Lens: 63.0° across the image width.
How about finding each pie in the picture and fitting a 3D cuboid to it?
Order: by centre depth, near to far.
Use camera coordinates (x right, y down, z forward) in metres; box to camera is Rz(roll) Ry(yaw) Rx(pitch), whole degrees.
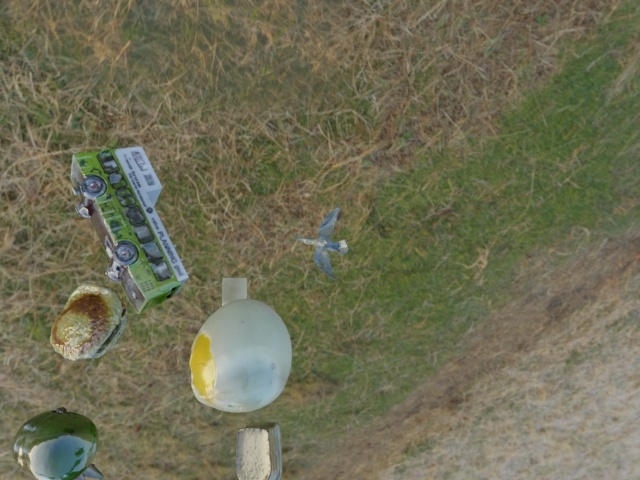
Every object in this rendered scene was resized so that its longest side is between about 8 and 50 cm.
[{"bbox_3d":[-0.599,0.208,1.346,0.179,0.205,0.084,16,154,13],"label":"pie"}]

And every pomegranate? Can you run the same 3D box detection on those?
[{"bbox_3d":[-0.503,0.419,1.028,0.152,0.131,0.191,3,130,29],"label":"pomegranate"}]

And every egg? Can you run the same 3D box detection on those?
[{"bbox_3d":[-0.219,0.318,1.482,0.283,0.345,0.283,3,135,3],"label":"egg"}]

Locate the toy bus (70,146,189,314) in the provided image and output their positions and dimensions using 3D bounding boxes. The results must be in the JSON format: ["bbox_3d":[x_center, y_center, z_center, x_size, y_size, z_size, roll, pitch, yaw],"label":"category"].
[{"bbox_3d":[-0.348,-0.026,0.969,0.139,0.301,0.113,-22,169,-34],"label":"toy bus"}]

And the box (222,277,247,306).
[{"bbox_3d":[-0.321,0.269,1.943,0.095,0.168,0.212,2,122,-8],"label":"box"}]

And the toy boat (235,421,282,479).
[{"bbox_3d":[-0.164,0.584,1.383,0.116,0.188,0.061,-9,167,20],"label":"toy boat"}]

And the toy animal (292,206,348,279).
[{"bbox_3d":[0.000,0.000,1.535,0.155,0.095,0.219,11,90,-16],"label":"toy animal"}]
